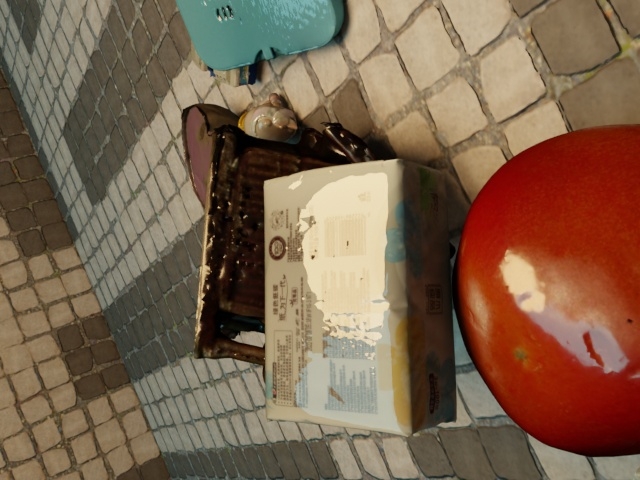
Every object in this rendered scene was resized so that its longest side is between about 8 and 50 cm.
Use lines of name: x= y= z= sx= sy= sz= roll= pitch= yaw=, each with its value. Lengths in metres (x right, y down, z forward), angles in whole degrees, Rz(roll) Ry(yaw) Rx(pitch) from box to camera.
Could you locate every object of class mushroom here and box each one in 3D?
mushroom: x=-0.161 y=-0.141 z=1.115 sx=0.141 sy=0.117 sz=0.188 roll=2 pitch=111 yaw=43

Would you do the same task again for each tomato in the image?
tomato: x=0.241 y=0.053 z=0.563 sx=0.299 sy=0.226 sz=0.298 roll=29 pitch=131 yaw=40

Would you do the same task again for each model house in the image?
model house: x=0.000 y=0.000 z=0.830 sx=0.317 sy=0.283 sz=0.296 roll=-129 pitch=43 yaw=-80

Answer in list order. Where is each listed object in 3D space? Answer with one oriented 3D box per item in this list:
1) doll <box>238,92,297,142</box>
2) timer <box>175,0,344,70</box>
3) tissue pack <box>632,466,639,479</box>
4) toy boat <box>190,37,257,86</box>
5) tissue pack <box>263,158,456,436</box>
doll: x=-0.074 y=-0.187 z=1.018 sx=0.127 sy=0.073 sz=0.084 roll=9 pitch=83 yaw=55
timer: x=-0.093 y=-0.368 z=0.888 sx=0.232 sy=0.091 sz=0.249 roll=-4 pitch=117 yaw=29
tissue pack: x=0.354 y=0.296 z=0.714 sx=0.056 sy=0.023 sz=0.108 roll=30 pitch=131 yaw=44
toy boat: x=-0.147 y=-0.383 z=0.991 sx=0.129 sy=0.088 sz=0.295 roll=37 pitch=135 yaw=38
tissue pack: x=0.047 y=0.053 z=0.632 sx=0.159 sy=0.145 sz=0.229 roll=-6 pitch=82 yaw=36
